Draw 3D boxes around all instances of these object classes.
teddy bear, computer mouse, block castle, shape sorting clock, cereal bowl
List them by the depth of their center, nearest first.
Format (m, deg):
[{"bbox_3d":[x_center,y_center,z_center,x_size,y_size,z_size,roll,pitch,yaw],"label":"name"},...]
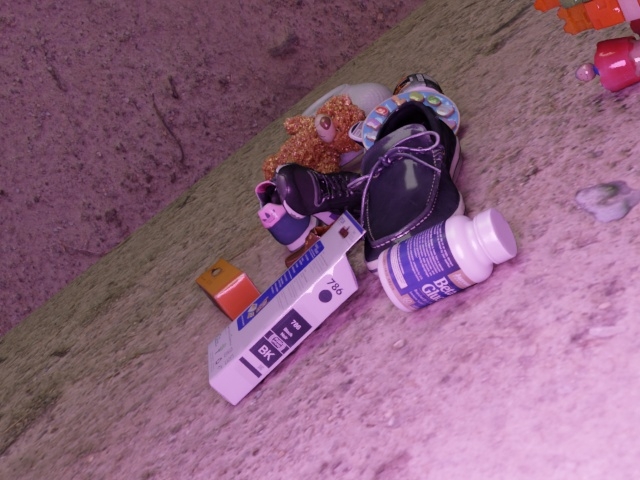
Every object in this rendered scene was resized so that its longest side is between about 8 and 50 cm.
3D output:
[{"bbox_3d":[0.450,-0.487,1.290,0.213,0.453,0.303,-12,30,42],"label":"block castle"},{"bbox_3d":[0.183,-0.236,1.684,0.206,0.040,0.206,-8,53,10],"label":"shape sorting clock"},{"bbox_3d":[0.152,-0.210,1.735,0.193,0.042,0.106,16,51,26],"label":"computer mouse"},{"bbox_3d":[-0.034,-0.213,1.991,0.338,0.113,0.245,-21,54,45],"label":"teddy bear"},{"bbox_3d":[0.045,-0.314,2.192,0.339,0.141,0.339,-35,17,12],"label":"cereal bowl"}]

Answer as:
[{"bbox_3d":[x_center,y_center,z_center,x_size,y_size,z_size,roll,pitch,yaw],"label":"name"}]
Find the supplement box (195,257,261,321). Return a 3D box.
[{"bbox_3d":[-0.185,0.098,1.647,0.078,0.080,0.233,-39,18,-10],"label":"supplement box"}]

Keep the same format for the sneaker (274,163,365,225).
[{"bbox_3d":[0.021,-0.100,1.525,0.124,0.107,0.283,-20,-13,23],"label":"sneaker"}]

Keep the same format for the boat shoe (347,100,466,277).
[{"bbox_3d":[0.142,-0.099,1.378,0.187,0.156,0.500,-27,20,25],"label":"boat shoe"}]

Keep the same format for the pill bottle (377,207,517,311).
[{"bbox_3d":[0.168,0.023,1.086,0.169,0.094,0.094,-28,18,29],"label":"pill bottle"}]

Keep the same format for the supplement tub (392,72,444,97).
[{"bbox_3d":[0.223,-0.311,1.854,0.117,0.117,0.190,-33,16,13],"label":"supplement tub"}]

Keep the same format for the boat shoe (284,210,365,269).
[{"bbox_3d":[0.000,0.000,1.559,0.178,0.060,0.064,-29,18,26],"label":"boat shoe"}]

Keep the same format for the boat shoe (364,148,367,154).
[{"bbox_3d":[0.125,-0.183,1.797,0.066,0.063,0.184,-32,17,16],"label":"boat shoe"}]

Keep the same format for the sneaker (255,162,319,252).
[{"bbox_3d":[-0.083,-0.108,1.797,0.112,0.131,0.319,-42,28,15],"label":"sneaker"}]

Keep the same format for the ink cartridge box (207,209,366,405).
[{"bbox_3d":[-0.043,0.101,1.303,0.332,0.065,0.165,-45,15,5],"label":"ink cartridge box"}]
